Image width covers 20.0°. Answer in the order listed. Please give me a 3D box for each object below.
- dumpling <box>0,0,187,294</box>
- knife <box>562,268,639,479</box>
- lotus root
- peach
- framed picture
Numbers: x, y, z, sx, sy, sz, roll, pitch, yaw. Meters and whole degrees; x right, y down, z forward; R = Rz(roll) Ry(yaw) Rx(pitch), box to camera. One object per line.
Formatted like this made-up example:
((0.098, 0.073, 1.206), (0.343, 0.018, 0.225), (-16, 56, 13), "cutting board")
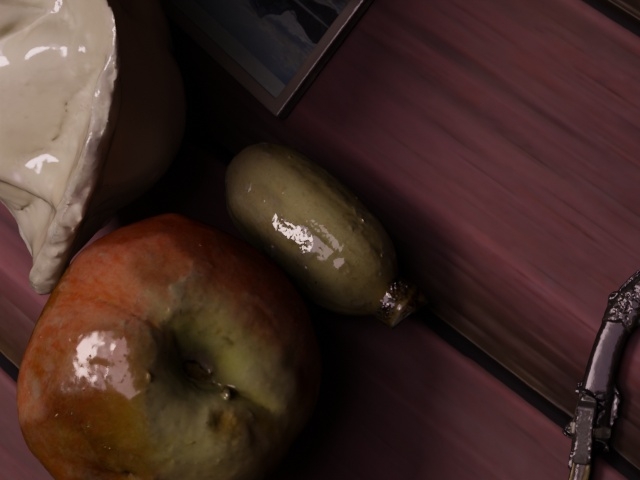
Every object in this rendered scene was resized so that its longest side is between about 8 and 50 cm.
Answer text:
((-0.195, -0.174, 1.322), (0.315, 0.233, 0.395), (-37, 60, 59), "dumpling")
((0.186, 0.110, 1.231), (0.045, 0.021, 0.222), (26, 96, 26), "knife")
((-0.001, 0.001, 1.308), (0.077, 0.090, 0.183), (-42, 66, -12), "lotus root")
((-0.115, 0.100, 1.291), (0.235, 0.214, 0.214), (144, 118, -65), "peach")
((-0.053, -0.211, 1.403), (0.203, 0.015, 0.150), (45, 105, 25), "framed picture")
